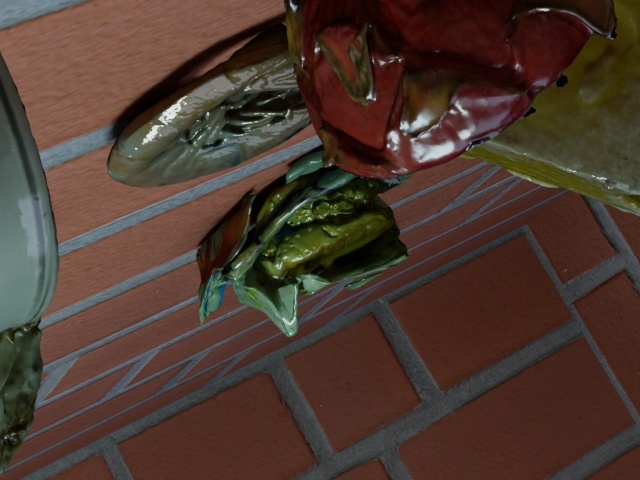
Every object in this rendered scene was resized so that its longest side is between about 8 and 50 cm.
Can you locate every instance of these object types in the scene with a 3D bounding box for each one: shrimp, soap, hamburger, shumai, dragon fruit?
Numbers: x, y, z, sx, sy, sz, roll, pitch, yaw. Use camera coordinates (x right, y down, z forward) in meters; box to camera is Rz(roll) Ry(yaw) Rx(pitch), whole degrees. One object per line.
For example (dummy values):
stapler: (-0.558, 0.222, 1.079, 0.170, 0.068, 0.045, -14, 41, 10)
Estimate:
shrimp: (-0.049, -0.113, 1.127, 0.254, 0.059, 0.145, -26, 163, 10)
soap: (0.209, -0.228, 1.373, 0.169, 0.304, 0.339, 33, 77, -74)
hamburger: (0.003, 0.002, 1.679, 0.276, 0.150, 0.260, -36, 171, 36)
shumai: (-0.280, 0.095, 1.165, 0.184, 0.184, 0.142, -24, 164, -36)
dragon fruit: (0.057, -0.161, 0.931, 0.224, 0.148, 0.218, -19, -146, 36)

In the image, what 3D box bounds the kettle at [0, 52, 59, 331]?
kettle: (-0.279, -0.021, 0.522, 0.318, 0.265, 0.205, -25, -158, -29)
